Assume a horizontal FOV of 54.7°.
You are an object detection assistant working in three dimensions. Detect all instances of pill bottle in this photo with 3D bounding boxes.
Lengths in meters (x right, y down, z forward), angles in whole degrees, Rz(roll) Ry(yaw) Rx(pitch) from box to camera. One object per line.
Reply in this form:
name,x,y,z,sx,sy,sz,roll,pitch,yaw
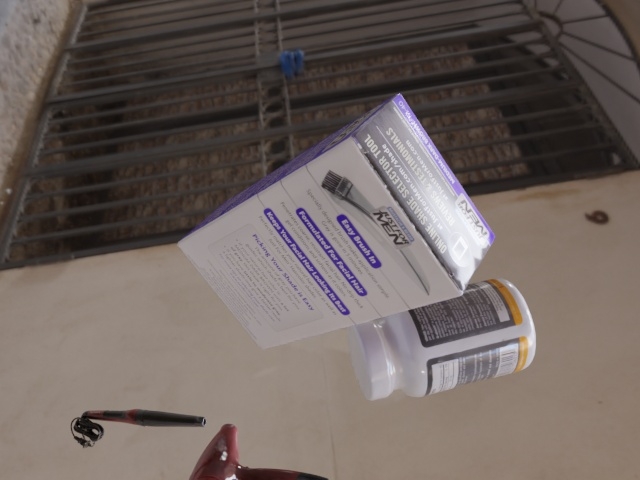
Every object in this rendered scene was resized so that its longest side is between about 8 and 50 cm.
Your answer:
pill bottle,0.194,0.166,1.021,0.162,0.278,0.162,168,-90,-81

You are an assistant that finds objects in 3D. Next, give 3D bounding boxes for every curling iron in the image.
curling iron,-0.339,0.344,1.150,0.035,0.273,0.068,49,36,-70

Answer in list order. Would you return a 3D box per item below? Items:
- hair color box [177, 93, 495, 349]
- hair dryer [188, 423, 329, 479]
hair color box,0.000,0.000,0.707,0.185,0.338,0.110,53,49,-12
hair dryer,-0.124,0.433,1.102,0.293,0.223,0.080,36,-58,47
